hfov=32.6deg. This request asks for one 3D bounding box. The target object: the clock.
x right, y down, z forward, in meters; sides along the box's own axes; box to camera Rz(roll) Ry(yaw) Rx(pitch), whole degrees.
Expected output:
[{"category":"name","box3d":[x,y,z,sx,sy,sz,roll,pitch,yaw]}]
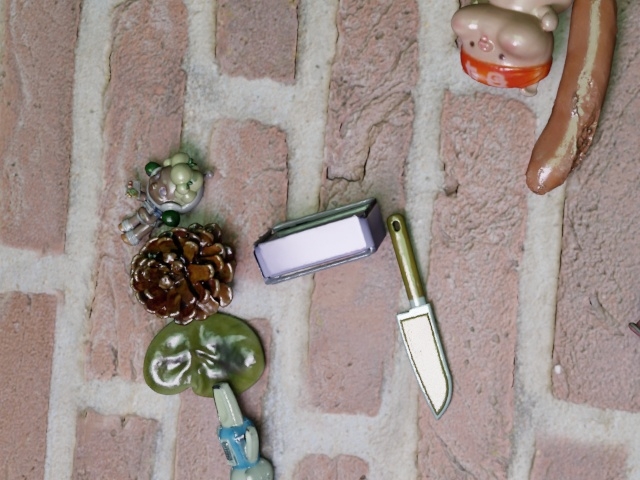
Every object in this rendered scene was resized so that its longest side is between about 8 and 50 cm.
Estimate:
[{"category":"clock","box3d":[0.000,-0.001,1.759,0.193,0.144,0.073,-16,99,15]}]

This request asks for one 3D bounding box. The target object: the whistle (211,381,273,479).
[{"category":"whistle","box3d":[-0.130,0.349,1.830,0.114,0.077,0.236,-11,97,54]}]

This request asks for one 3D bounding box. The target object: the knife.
[{"category":"knife","box3d":[0.154,0.125,1.782,0.061,0.027,0.343,-16,90,11]}]

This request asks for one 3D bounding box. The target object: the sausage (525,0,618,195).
[{"category":"sausage","box3d":[0.394,-0.225,1.687,0.087,0.079,0.327,14,96,3]}]

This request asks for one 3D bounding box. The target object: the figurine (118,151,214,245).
[{"category":"figurine","box3d":[-0.273,-0.071,1.855,0.197,0.093,0.147,-35,54,13]}]

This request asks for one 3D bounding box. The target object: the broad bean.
[{"category":"broad bean","box3d":[-0.199,0.197,1.862,0.206,0.072,0.153,-11,92,2]}]

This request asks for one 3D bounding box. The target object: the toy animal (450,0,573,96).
[{"category":"toy animal","box3d":[0.293,-0.328,1.675,0.171,0.171,0.198,22,93,13]}]

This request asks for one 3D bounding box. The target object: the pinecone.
[{"category":"pinecone","box3d":[-0.223,0.055,1.798,0.179,0.195,0.150,-41,73,13]}]

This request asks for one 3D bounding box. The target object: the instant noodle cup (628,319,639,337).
[{"category":"instant noodle cup","box3d":[0.607,0.109,1.556,0.243,0.243,0.231,39,99,11]}]
